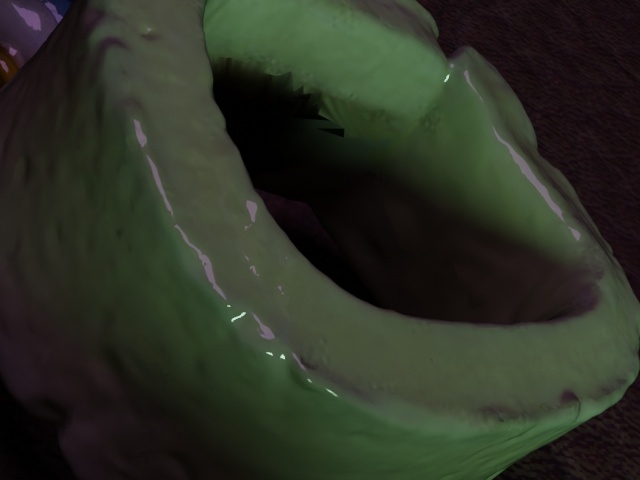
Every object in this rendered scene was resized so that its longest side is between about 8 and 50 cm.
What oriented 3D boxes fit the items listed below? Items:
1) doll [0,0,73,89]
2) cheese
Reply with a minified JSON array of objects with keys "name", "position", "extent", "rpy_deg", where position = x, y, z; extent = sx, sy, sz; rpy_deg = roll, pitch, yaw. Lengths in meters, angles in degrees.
[{"name":"doll","position":[-0.122,-0.160,0.874],"extent":[0.177,0.141,0.314],"rpy_deg":[33,41,14]},{"name":"cheese","position":[0.001,-0.004,0.702],"extent":[0.332,0.153,0.292],"rpy_deg":[13,48,-41]}]
